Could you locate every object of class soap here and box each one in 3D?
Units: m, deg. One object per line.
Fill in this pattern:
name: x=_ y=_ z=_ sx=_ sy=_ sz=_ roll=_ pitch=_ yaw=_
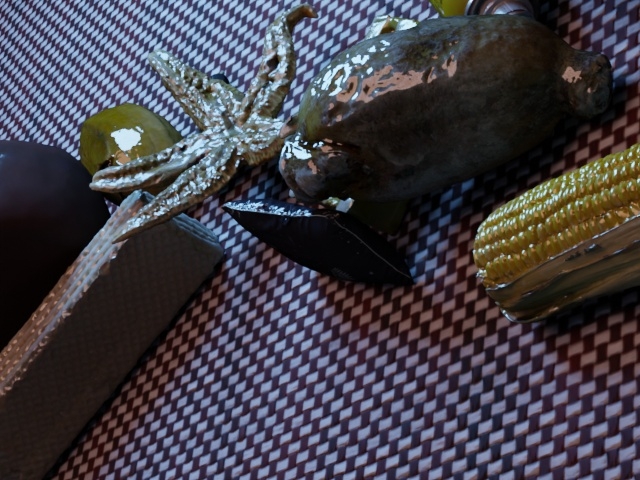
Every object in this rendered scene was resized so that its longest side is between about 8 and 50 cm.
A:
soap: x=0.071 y=-0.128 z=2.031 sx=0.135 sy=0.076 sz=0.233 roll=21 pitch=83 yaw=58

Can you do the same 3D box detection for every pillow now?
pillow: x=0.000 y=0.000 z=1.969 sx=0.208 sy=0.141 sz=0.055 roll=11 pitch=72 yaw=54

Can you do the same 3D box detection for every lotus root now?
lotus root: x=0.124 y=-0.139 z=1.857 sx=0.349 sy=0.175 sz=0.175 roll=-16 pitch=49 yaw=19

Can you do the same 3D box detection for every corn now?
corn: x=0.263 y=-0.012 z=1.642 sx=0.305 sy=0.122 sz=0.123 roll=-23 pitch=75 yaw=47

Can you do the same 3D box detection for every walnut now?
walnut: x=-0.242 y=-0.108 z=2.409 sx=0.137 sy=0.137 sz=0.245 roll=-56 pitch=35 yaw=5

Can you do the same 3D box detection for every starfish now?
starfish: x=-0.110 y=-0.136 z=2.172 sx=0.327 sy=0.094 sz=0.375 roll=4 pitch=55 yaw=42

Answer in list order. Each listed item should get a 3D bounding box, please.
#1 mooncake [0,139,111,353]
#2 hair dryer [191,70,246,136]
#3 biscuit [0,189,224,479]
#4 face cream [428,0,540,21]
mooncake: x=-0.418 y=0.025 z=2.359 sx=0.334 sy=0.326 sz=0.174 roll=-19 pitch=55 yaw=6
hair dryer: x=-0.121 y=-0.161 z=2.349 sx=0.124 sy=0.071 sz=0.219 roll=-42 pitch=27 yaw=23
biscuit: x=-0.296 y=0.133 z=2.274 sx=0.426 sy=0.144 sz=0.078 roll=-49 pitch=35 yaw=13
face cream: x=0.152 y=-0.303 z=2.032 sx=0.105 sy=0.105 sz=0.349 roll=-50 pitch=32 yaw=15
